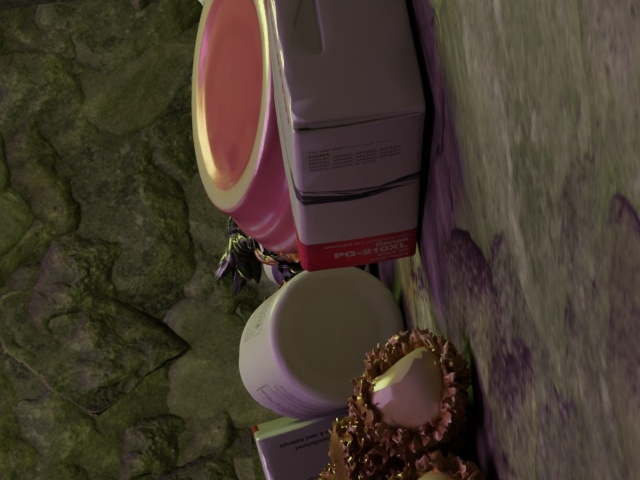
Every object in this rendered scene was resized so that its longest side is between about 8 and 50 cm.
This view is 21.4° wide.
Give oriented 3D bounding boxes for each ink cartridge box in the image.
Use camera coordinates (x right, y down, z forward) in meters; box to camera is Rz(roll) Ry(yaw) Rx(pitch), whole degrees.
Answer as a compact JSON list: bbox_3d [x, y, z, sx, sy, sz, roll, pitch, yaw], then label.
[{"bbox_3d":[0.021,0.313,1.761,0.197,0.114,0.273,142,112,-86],"label":"ink cartridge box"},{"bbox_3d":[0.017,-0.106,1.308,0.237,0.100,0.172,88,173,-64],"label":"ink cartridge box"}]

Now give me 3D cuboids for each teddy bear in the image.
[{"bbox_3d":[0.070,0.190,1.275,0.338,0.113,0.245,99,157,-51],"label":"teddy bear"}]

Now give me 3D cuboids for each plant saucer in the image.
[{"bbox_3d":[-0.054,-0.153,1.673,0.332,0.084,0.332,-179,90,-68],"label":"plant saucer"}]

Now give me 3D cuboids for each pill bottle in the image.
[{"bbox_3d":[-0.008,0.105,1.638,0.229,0.131,0.131,139,124,-73],"label":"pill bottle"}]

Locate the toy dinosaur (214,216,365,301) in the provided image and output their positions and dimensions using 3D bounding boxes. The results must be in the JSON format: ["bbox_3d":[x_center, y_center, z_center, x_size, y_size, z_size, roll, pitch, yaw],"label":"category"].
[{"bbox_3d":[0.000,0.000,1.830,0.218,0.164,0.322,-168,88,-71],"label":"toy dinosaur"}]

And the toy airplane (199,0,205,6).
[{"bbox_3d":[-0.153,-0.504,2.242,0.384,0.272,0.386,27,-146,-47],"label":"toy airplane"}]

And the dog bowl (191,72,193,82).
[{"bbox_3d":[-0.072,-0.193,2.130,0.297,0.166,0.074,90,-177,-67],"label":"dog bowl"}]

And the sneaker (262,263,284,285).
[{"bbox_3d":[-0.007,-0.049,2.056,0.124,0.107,0.283,41,143,52],"label":"sneaker"}]
